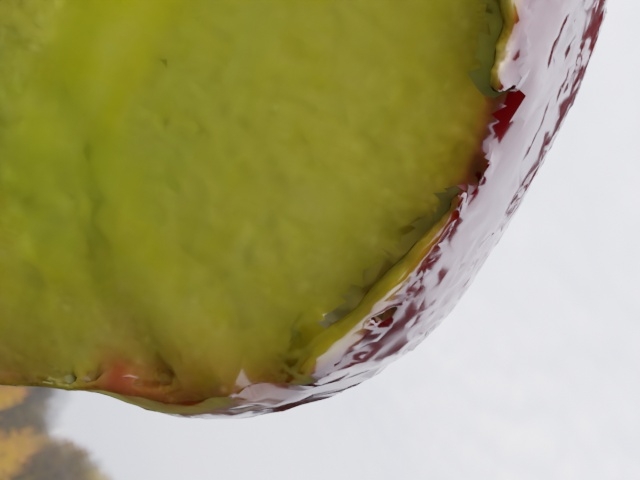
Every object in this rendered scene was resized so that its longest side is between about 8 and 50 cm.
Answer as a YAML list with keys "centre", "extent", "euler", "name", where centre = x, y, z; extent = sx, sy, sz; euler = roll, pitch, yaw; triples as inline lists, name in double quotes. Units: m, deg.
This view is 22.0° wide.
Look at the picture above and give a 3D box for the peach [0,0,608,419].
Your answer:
- centre: [0.001, -0.084, 0.449]
  extent: [0.154, 0.159, 0.267]
  euler: [-52, 157, -69]
  name: "peach"
